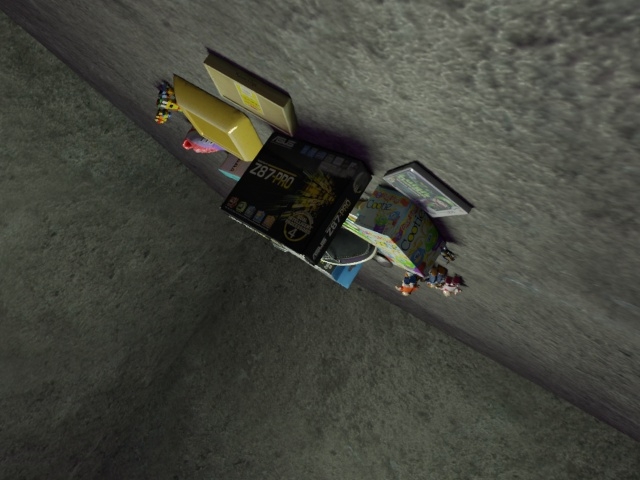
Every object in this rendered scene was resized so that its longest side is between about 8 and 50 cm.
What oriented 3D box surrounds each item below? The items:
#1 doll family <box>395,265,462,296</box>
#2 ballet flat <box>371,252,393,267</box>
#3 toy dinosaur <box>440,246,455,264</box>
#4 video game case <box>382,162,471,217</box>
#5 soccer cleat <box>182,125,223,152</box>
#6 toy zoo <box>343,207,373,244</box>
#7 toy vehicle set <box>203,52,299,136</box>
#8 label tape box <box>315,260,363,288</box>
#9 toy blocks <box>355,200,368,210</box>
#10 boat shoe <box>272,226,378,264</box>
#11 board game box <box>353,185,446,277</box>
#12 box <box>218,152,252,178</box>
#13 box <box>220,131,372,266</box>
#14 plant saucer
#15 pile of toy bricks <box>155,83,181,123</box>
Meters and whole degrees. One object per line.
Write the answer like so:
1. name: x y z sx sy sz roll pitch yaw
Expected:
1. doll family: 0.433 0.155 1.775 0.262 0.118 0.163 1 153 5
2. ballet flat: 0.287 0.081 2.177 0.173 0.049 0.058 29 128 21
3. toy dinosaur: 0.410 0.042 1.495 0.082 0.047 0.090 50 -171 23
4. video game case: 0.269 -0.124 1.140 0.190 0.022 0.173 36 171 -12
5. soccer cleat: -0.497 -0.427 1.945 0.318 0.116 0.108 26 169 41
6. toy zoo: 0.156 -0.051 1.559 0.192 0.030 0.293 32 172 7
7. toy vehicle set: -0.189 -0.402 1.234 0.266 0.035 0.166 32 171 10
8. label tape box: 0.059 0.037 2.076 0.333 0.241 0.106 33 170 -2
9. toy blocks: 0.158 -0.095 1.599 0.123 0.054 0.148 36 172 -19
10. boat shoe: 0.000 0.000 1.869 0.499 0.187 0.156 9 -178 21
11. board game box: 0.251 -0.023 1.362 0.144 0.142 0.275 25 168 45
12. box: -0.374 -0.334 2.068 0.244 0.101 0.060 26 170 44
13. box: -0.084 -0.142 1.349 0.394 0.318 0.097 28 169 37
14. plant saucer: -0.381 -0.427 1.654 0.332 0.081 0.333 31 171 13
15. pile of toy bricks: -0.597 -0.548 1.782 0.105 0.118 0.212 7 167 -28
